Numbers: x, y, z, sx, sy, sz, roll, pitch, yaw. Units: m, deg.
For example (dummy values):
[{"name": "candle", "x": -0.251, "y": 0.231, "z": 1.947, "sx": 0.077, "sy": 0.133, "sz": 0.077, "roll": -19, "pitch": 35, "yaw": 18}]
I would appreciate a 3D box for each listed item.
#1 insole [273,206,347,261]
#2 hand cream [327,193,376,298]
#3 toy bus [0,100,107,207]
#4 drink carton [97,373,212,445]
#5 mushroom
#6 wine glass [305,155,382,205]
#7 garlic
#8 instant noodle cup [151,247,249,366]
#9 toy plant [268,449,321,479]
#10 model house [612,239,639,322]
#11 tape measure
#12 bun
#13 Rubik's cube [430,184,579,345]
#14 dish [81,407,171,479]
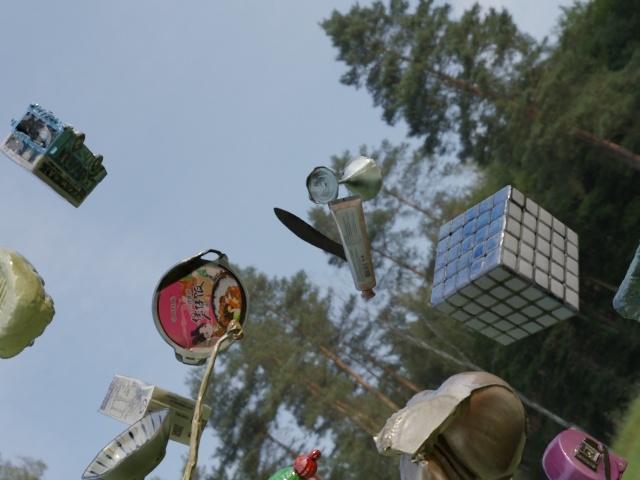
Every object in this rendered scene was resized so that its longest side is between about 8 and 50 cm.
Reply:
[{"name": "insole", "x": 0.000, "y": 0.000, "z": 1.399, "sx": 0.253, "sy": 0.086, "sz": 0.005, "roll": 30, "pitch": -65, "yaw": -33}, {"name": "hand cream", "x": 0.069, "y": 0.015, "z": 1.340, "sx": 0.043, "sy": 0.067, "sz": 0.209, "roll": -73, "pitch": -30, "yaw": -74}, {"name": "toy bus", "x": -0.545, "y": -0.171, "z": 1.418, "sx": 0.131, "sy": 0.106, "sz": 0.297, "roll": -55, "pitch": -5, "yaw": -10}, {"name": "drink carton", "x": -0.480, "y": 0.484, "z": 1.950, "sx": 0.194, "sy": 0.325, "sz": 0.132, "roll": 31, "pitch": -110, "yaw": -30}, {"name": "mushroom", "x": -0.150, "y": 0.227, "z": 0.847, "sx": 0.026, "sy": 0.028, "sz": 0.286, "roll": 64, "pitch": -143, "yaw": -51}, {"name": "wine glass", "x": 0.055, "y": -0.137, "z": 1.620, "sx": 0.183, "sy": 0.122, "sz": 0.122, "roll": -19, "pitch": -49, "yaw": -53}, {"name": "garlic", "x": 0.230, "y": 0.343, "z": 1.108, "sx": 0.292, "sy": 0.210, "sz": 0.237, "roll": 45, "pitch": -146, "yaw": -32}, {"name": "instant noodle cup", "x": -0.340, "y": 0.176, "z": 1.827, "sx": 0.258, "sy": 0.181, "sz": 0.302, "roll": 27, "pitch": -105, "yaw": -21}, {"name": "toy plant", "x": -0.080, "y": 0.587, "z": 1.570, "sx": 0.240, "sy": 0.088, "sz": 0.154, "roll": -34, "pitch": -48, "yaw": -9}, {"name": "model house", "x": 0.910, "y": 0.171, "z": 1.689, "sx": 0.325, "sy": 0.194, "sz": 0.267, "roll": -91, "pitch": 7, "yaw": -57}, {"name": "tape measure", "x": 0.428, "y": 0.365, "z": 1.108, "sx": 0.125, "sy": 0.118, "sz": 0.074, "roll": -25, "pitch": -36, "yaw": -56}, {"name": "bun", "x": -0.628, "y": 0.127, "z": 1.358, "sx": 0.229, "sy": 0.229, "sz": 0.145, "roll": -63, "pitch": -27, "yaw": 3}, {"name": "Rubik's cube", "x": 0.414, "y": 0.063, "z": 1.529, "sx": 0.237, "sy": 0.238, "sz": 0.237, "roll": -38, "pitch": 28, "yaw": 49}, {"name": "dish", "x": -0.335, "y": 0.391, "z": 1.235, "sx": 0.191, "sy": 0.191, "sz": 0.066, "roll": -40, "pitch": -79, "yaw": -33}]
